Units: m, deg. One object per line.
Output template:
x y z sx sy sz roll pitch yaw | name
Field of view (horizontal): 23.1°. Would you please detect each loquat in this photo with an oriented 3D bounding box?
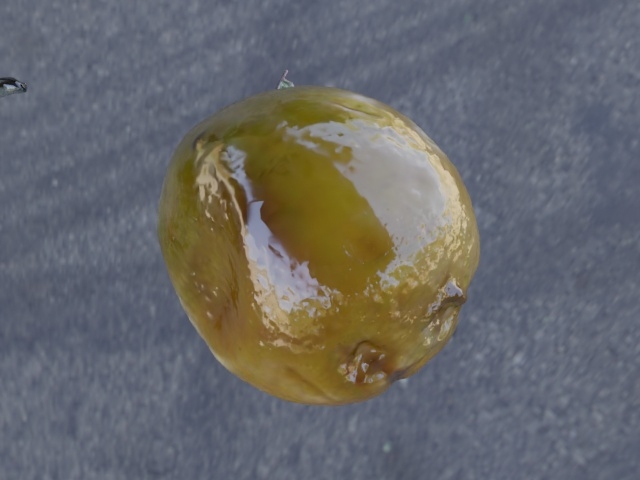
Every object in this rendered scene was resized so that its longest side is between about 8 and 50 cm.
0.000 0.000 1.391 0.276 0.276 0.284 -34 48 -24 | loquat

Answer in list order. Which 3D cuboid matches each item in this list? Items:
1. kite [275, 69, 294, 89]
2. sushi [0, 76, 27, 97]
-0.037 -0.037 1.834 0.267 0.013 0.323 -24 70 25 | kite
-0.362 -0.120 1.187 0.274 0.184 0.139 -38 111 -47 | sushi
